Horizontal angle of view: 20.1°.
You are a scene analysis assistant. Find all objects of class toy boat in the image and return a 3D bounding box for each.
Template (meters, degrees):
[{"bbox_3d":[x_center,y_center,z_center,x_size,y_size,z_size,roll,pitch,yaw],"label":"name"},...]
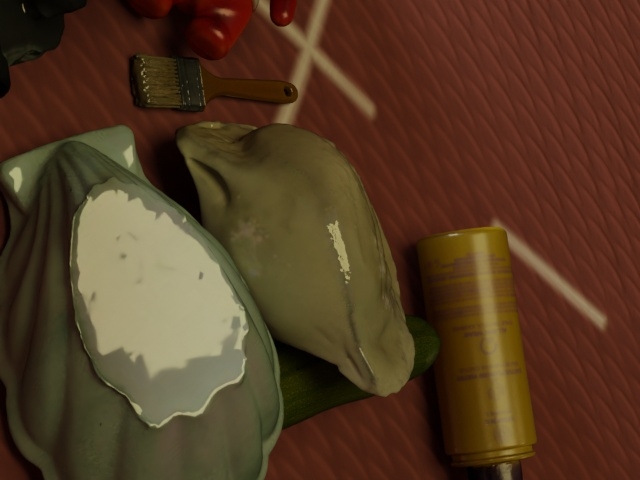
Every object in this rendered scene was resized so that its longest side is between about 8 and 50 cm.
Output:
[{"bbox_3d":[-0.121,0.060,1.215,0.199,0.100,0.290,-21,83,-27],"label":"toy boat"}]

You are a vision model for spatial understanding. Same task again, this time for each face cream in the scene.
[{"bbox_3d":[0.136,0.128,1.503,0.078,0.078,0.273,-3,83,-45],"label":"face cream"}]

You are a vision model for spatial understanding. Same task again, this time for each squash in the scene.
[{"bbox_3d":[-0.006,0.101,1.372,0.258,0.069,0.069,-15,91,-44],"label":"squash"}]

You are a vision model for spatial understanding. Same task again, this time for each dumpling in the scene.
[{"bbox_3d":[0.000,0.000,1.353,0.252,0.131,0.179,49,24,10],"label":"dumpling"}]

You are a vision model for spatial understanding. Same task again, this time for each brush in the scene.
[{"bbox_3d":[-0.078,-0.119,1.393,0.170,0.014,0.043,0,79,-47],"label":"brush"}]

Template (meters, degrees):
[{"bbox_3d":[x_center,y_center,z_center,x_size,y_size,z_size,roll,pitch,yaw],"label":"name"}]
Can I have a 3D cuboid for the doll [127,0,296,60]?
[{"bbox_3d":[-0.057,-0.245,1.397,0.142,0.076,0.245,37,59,-7],"label":"doll"}]

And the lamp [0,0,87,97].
[{"bbox_3d":[-0.305,-0.176,1.037,0.374,0.205,0.272,-42,115,-57],"label":"lamp"}]
